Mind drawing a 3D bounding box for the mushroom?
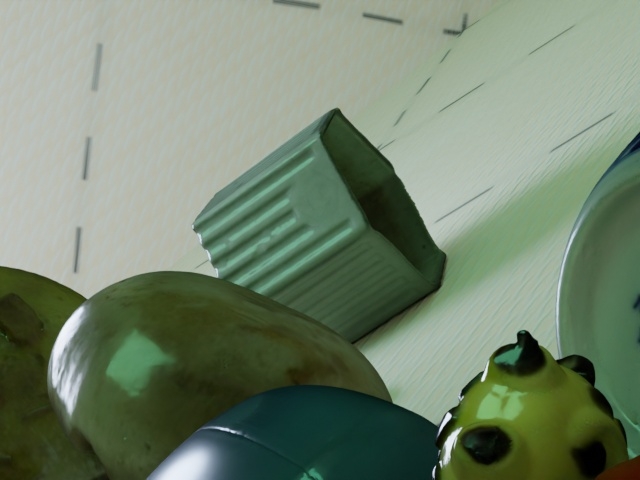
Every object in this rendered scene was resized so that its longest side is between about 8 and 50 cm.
[{"bbox_3d":[-0.096,0.181,1.458,0.292,0.292,0.290,-92,24,-79],"label":"mushroom"}]

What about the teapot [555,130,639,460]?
[{"bbox_3d":[0.265,0.036,0.874,0.280,0.252,0.424,1,-6,-33],"label":"teapot"}]

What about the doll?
[{"bbox_3d":[0.102,0.147,0.814,0.086,0.291,0.117,18,59,27],"label":"doll"}]

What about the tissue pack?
[{"bbox_3d":[0.003,0.190,1.094,0.206,0.198,0.287,-41,9,-16],"label":"tissue pack"}]

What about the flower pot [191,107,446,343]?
[{"bbox_3d":[0.000,0.000,1.996,0.189,0.239,0.209,-35,-20,16],"label":"flower pot"}]

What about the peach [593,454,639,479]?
[{"bbox_3d":[0.145,0.167,0.706,0.190,0.192,0.190,-36,2,1],"label":"peach"}]

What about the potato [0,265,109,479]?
[{"bbox_3d":[-0.395,0.193,1.833,0.442,0.319,0.385,-29,-10,-22],"label":"potato"}]
